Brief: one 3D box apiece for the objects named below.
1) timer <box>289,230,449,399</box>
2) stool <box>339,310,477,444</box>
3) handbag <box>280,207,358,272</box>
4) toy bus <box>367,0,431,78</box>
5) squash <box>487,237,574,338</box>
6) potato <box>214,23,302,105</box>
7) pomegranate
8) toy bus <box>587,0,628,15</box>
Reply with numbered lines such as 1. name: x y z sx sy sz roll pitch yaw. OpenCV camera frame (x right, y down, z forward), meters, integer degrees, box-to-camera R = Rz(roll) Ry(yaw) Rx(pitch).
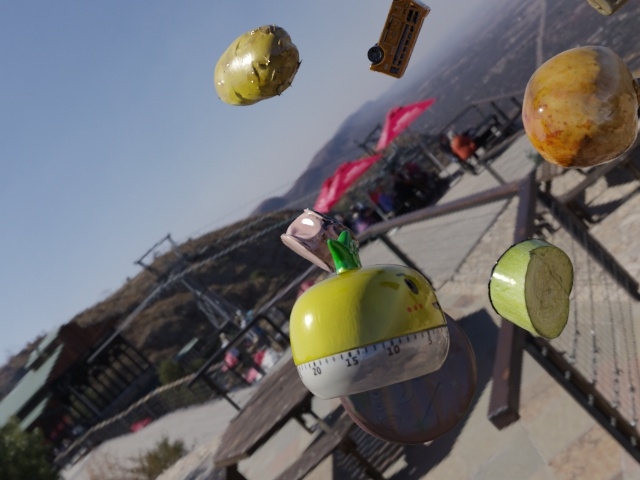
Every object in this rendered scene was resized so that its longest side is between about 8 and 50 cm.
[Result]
1. timer: 0.066 0.111 1.153 0.285 0.285 0.285 -44 6 6
2. stool: 0.158 0.254 1.358 0.272 0.272 0.178 -46 -6 -7
3. handbag: 0.001 -0.001 1.817 0.116 0.179 0.205 -56 -14 -7
4. toy bus: 0.162 -0.430 1.381 0.083 0.088 0.194 -57 -12 -63
5. squash: 0.504 0.102 1.577 0.220 0.220 0.133 -46 26 -12
6. potato: -0.147 -0.410 1.608 0.300 0.140 0.172 -7 65 56
7. pomegranate: 0.505 -0.255 1.319 0.248 0.248 0.248 -44 6 6
8. toy bus: 0.357 -0.466 0.979 0.157 0.289 0.139 -46 11 26
